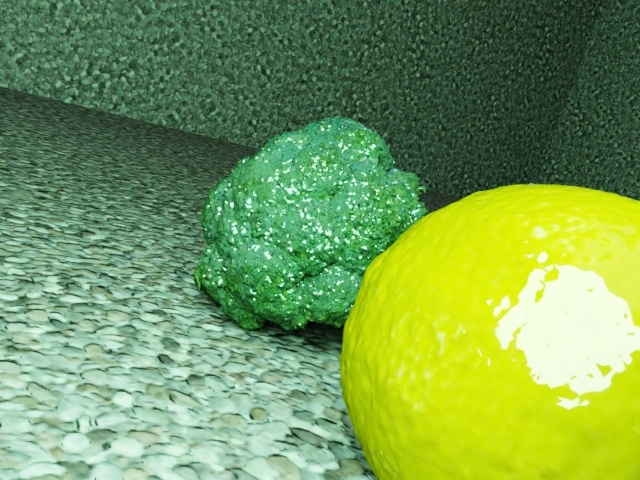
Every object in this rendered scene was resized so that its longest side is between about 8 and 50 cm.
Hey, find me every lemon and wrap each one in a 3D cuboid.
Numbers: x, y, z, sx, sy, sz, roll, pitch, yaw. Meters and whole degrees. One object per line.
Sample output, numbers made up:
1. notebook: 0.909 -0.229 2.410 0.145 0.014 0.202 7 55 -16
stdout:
1. lemon: 0.139 0.086 0.421 0.245 0.245 0.320 12 9 -26

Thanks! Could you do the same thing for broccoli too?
1. broccoli: 0.000 0.000 0.719 0.270 0.270 0.270 31 -15 50

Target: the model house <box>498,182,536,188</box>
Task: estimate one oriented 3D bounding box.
1. model house: 0.422 0.009 1.251 0.198 0.224 0.215 18 11 -1
